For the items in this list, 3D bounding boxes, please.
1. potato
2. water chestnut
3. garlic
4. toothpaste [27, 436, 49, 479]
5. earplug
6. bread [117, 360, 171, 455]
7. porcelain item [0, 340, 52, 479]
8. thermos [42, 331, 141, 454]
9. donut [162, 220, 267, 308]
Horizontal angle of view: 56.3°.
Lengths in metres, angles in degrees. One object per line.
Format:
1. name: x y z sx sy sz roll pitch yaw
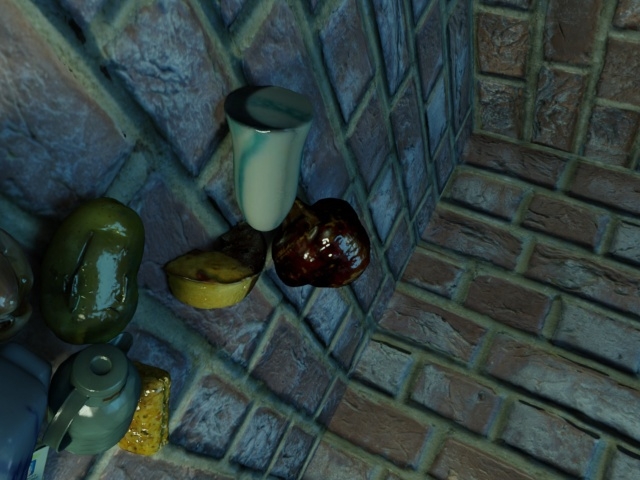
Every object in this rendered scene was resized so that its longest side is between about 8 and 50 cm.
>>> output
1. potato: -0.362 0.053 0.964 0.169 0.144 0.248 -18 125 -78
2. water chestnut: 0.000 0.000 1.583 0.289 0.289 0.244 -18 115 -61
3. garlic: -0.453 0.040 0.752 0.160 0.191 0.213 -81 177 -83
4. toothpaste: -0.570 0.387 0.892 0.337 0.067 0.081 -11 121 -63
5. earplug: -0.121 -0.151 1.311 0.185 0.185 0.323 -45 154 -43
6. bread: -0.372 0.354 1.244 0.083 0.114 0.210 -61 161 -61
7. porcelain item: -0.448 0.270 0.713 0.405 0.179 0.242 -125 -129 -77
8. thermos: -0.377 0.261 0.971 0.182 0.145 0.286 -57 -179 -36
9. donut: -0.201 0.071 1.340 0.295 0.151 0.112 -38 152 -51
